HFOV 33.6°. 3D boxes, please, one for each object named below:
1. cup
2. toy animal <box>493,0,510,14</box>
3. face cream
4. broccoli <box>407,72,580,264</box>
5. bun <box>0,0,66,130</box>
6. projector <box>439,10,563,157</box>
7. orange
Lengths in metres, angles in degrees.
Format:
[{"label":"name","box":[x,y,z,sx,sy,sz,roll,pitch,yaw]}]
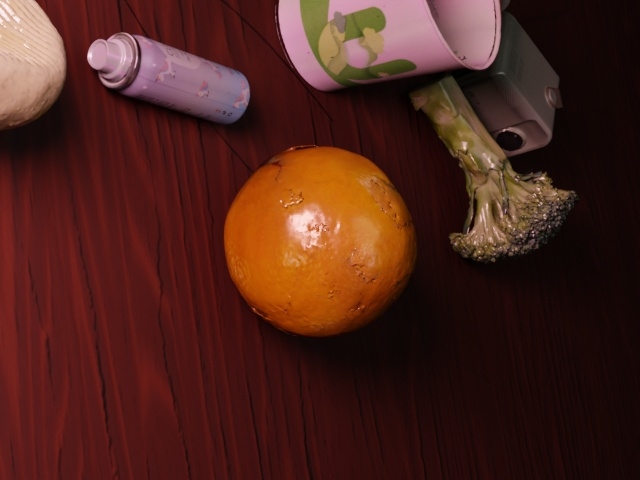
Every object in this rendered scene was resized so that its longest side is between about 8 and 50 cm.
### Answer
[{"label":"cup","box":[0.097,-0.345,1.567,0.253,0.274,0.253,19,66,-52]},{"label":"toy animal","box":[0.199,-0.408,1.779,0.310,0.247,0.183,10,98,-75]},{"label":"face cream","box":[-0.185,-0.198,1.291,0.229,0.075,0.075,10,71,-54]},{"label":"broccoli","box":[0.286,-0.123,1.847,0.361,0.221,0.252,42,39,-25]},{"label":"bun","box":[-0.356,-0.179,1.009,0.222,0.127,0.222,30,31,-20]},{"label":"projector","box":[0.342,-0.279,1.994,0.242,0.163,0.177,43,48,-36]},{"label":"orange","box":[0.000,0.000,1.339,0.246,0.246,0.246,24,60,-49]}]
